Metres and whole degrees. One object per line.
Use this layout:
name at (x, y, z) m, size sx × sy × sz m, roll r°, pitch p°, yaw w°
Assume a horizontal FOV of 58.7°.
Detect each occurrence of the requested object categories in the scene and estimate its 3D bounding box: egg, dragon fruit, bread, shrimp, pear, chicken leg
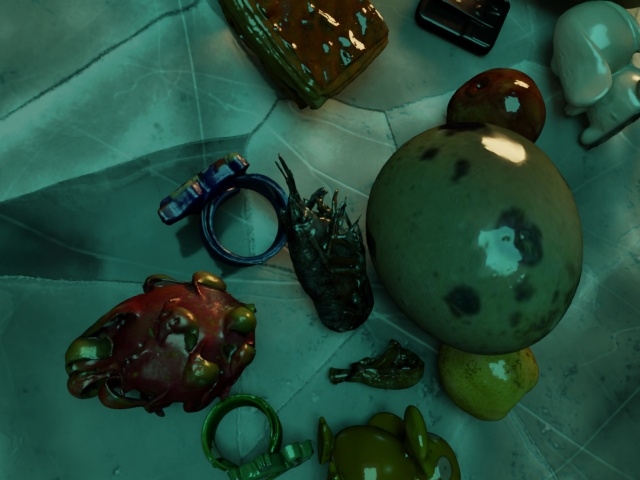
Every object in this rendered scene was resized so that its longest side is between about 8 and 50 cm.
egg at (0.252, -0.009, 0.953) m, size 0.344 × 0.345 × 0.428 m, roll 1°, pitch 36°, yaw -7°
dragon fruit at (-0.249, 0.182, 0.929) m, size 0.243 × 0.227 × 0.307 m, roll 44°, pitch 78°, yaw 8°
bread at (-0.049, -0.434, 1.104) m, size 0.277 × 0.167 × 0.324 m, roll -46°, pitch 105°, yaw -22°
shrimp at (0.000, 0.002, 1.007) m, size 0.137 × 0.172 × 0.372 m, roll -23°, pitch 116°, yaw -18°
pear at (0.297, 0.230, 1.031) m, size 0.177 × 0.178 × 0.178 m, roll 2°, pitch 77°, yaw -7°
chicken leg at (0.103, 0.233, 1.050) m, size 0.178 × 0.070 × 0.093 m, roll -9°, pitch 72°, yaw 1°

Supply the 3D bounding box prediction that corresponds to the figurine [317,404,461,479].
figurine at (0.116, 0.385, 0.968) m, size 0.228 × 0.215 × 0.215 m, roll -20°, pitch 80°, yaw 3°

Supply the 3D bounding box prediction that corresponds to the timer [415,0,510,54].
timer at (0.312, -0.506, 1.247) m, size 0.187 × 0.055 × 0.144 m, roll 26°, pitch 76°, yaw 0°

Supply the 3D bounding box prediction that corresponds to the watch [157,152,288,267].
watch at (-0.156, -0.043, 1.035) m, size 0.196 × 0.171 × 0.200 m, roll -41°, pitch 96°, yaw -6°

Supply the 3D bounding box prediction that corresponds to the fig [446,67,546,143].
fig at (0.360, -0.242, 1.137) m, size 0.205 × 0.205 × 0.205 m, roll 2°, pitch 77°, yaw -7°

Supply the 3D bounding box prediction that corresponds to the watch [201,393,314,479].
watch at (-0.112, 0.338, 0.978) m, size 0.165 × 0.131 × 0.152 m, roll -27°, pitch 64°, yaw -8°

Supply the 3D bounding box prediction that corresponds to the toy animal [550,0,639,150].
toy animal at (0.595, -0.351, 1.187) m, size 0.289 × 0.174 × 0.249 m, roll 36°, pitch 74°, yaw 1°

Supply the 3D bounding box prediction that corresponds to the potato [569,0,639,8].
potato at (0.581, -0.624, 1.213) m, size 0.326 × 0.221 × 0.243 m, roll 20°, pitch 31°, yaw 11°
